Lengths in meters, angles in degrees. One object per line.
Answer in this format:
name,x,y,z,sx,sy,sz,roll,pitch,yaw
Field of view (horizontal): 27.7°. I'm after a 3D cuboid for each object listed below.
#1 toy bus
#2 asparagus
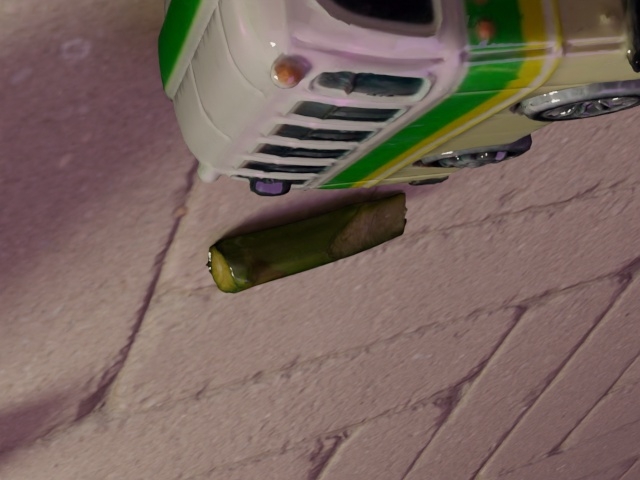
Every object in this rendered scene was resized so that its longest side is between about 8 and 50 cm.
toy bus,0.022,-0.105,0.593,0.179,0.143,0.305,-7,176,-12
asparagus,0.000,0.000,0.961,0.178,0.041,0.045,-17,157,-30
